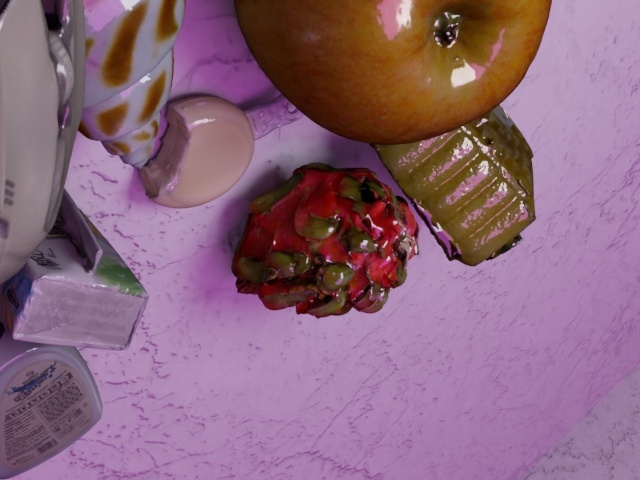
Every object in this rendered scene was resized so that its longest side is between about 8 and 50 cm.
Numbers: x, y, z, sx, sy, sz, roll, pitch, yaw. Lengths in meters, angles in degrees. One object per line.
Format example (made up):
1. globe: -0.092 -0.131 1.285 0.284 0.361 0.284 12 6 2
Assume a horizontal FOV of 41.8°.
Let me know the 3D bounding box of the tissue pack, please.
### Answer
1. tissue pack: -0.325 0.012 1.039 0.159 0.229 0.145 15 110 -45

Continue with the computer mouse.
1. computer mouse: -0.308 -0.069 0.784 0.145 0.228 0.429 29 123 -12

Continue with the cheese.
1. cheese: -0.133 -0.133 1.205 0.249 0.071 0.163 -12 126 -33

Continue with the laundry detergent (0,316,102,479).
1. laundry detergent: -0.445 0.200 1.173 0.215 0.105 0.280 -32 137 -13

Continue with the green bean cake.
1. green bean cake: 0.217 -0.147 1.368 0.202 0.285 0.310 -35 114 13

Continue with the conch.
1. conch: -0.245 -0.248 0.930 0.249 0.197 0.368 -36 160 -23

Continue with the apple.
1. apple: 0.094 -0.311 1.040 0.400 0.333 0.400 -6 111 -15

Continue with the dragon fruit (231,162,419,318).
1. dragon fruit: 0.001 0.010 1.288 0.303 0.237 0.231 -15 154 13
